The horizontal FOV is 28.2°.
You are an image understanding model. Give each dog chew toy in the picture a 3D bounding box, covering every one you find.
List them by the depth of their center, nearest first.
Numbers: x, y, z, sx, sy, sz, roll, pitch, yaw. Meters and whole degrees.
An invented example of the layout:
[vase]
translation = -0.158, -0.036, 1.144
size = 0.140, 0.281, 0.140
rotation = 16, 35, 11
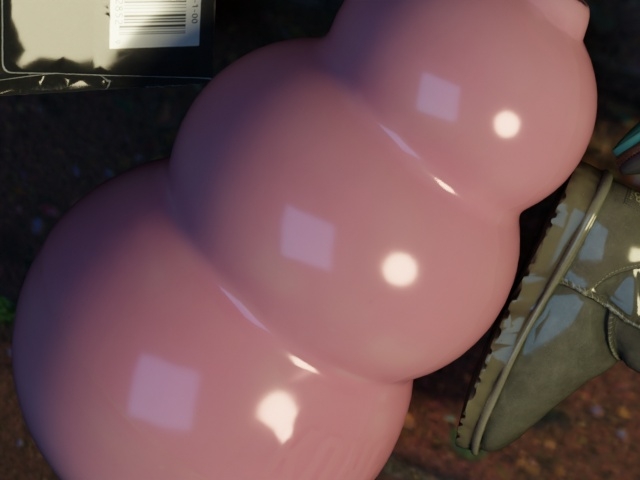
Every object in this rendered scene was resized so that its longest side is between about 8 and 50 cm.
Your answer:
[dog chew toy]
translation = 0.000, 0.000, 0.617
size = 0.206, 0.206, 0.332
rotation = 45, 110, 5

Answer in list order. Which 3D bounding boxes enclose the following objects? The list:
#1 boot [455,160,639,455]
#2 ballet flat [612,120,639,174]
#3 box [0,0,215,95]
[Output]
[boot]
translation = 0.188, 0.072, 0.631
size = 0.208, 0.076, 0.190
rotation = 25, 123, 5
[ballet flat]
translation = 0.220, -0.083, 0.560
size = 0.074, 0.074, 0.203
rotation = 45, 116, 5
[box]
translation = -0.141, -0.206, 0.604
size = 0.142, 0.163, 0.247
rotation = 37, 128, 55
